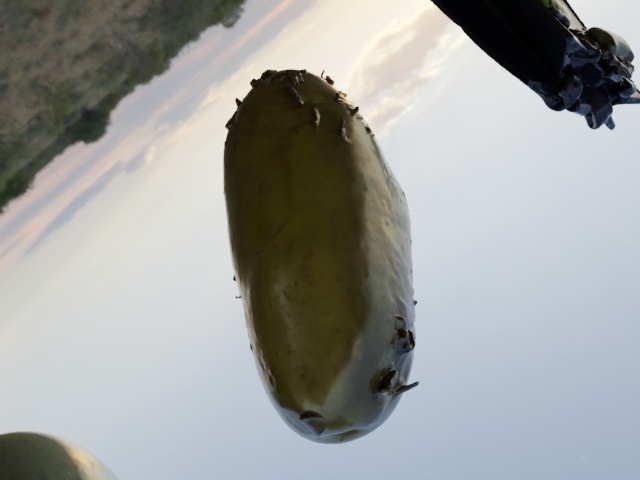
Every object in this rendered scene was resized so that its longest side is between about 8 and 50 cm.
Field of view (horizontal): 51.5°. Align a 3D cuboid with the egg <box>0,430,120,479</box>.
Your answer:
[{"bbox_3d":[-0.213,0.262,0.480,0.186,0.186,0.253,-35,-117,14],"label":"egg"}]

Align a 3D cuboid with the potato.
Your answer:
[{"bbox_3d":[0.000,0.000,0.514,0.140,0.173,0.301,-21,-117,19],"label":"potato"}]

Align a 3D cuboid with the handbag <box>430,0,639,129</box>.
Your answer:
[{"bbox_3d":[0.301,-0.303,0.933,0.122,0.303,0.329,-49,-124,29],"label":"handbag"}]
